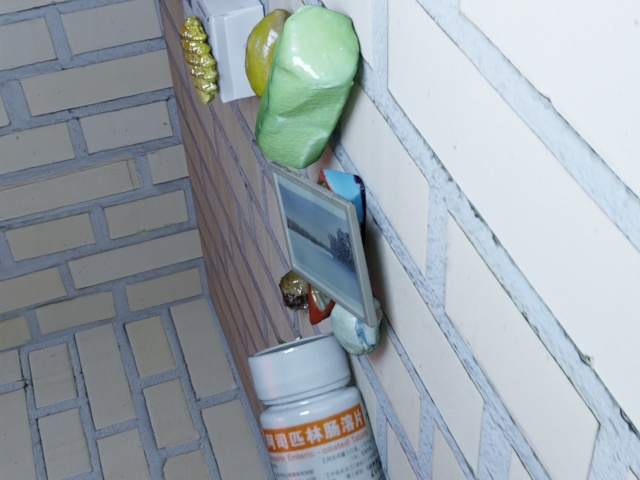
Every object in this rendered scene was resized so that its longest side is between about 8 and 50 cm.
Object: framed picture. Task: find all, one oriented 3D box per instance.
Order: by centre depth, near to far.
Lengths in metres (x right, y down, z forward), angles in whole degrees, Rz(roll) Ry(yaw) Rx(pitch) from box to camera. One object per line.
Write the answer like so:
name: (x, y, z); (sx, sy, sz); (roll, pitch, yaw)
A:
framed picture: (0.000, 0.000, 1.568); (0.289, 0.016, 0.213); (33, 139, 58)

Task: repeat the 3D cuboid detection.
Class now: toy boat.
toy boat: (0.025, 0.028, 1.653); (0.392, 0.079, 0.136); (94, 155, -53)

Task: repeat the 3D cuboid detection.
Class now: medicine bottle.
medicine bottle: (-0.006, 0.382, 1.899); (0.211, 0.211, 0.372); (162, 92, -78)

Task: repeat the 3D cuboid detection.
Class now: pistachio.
pistachio: (-0.082, -0.307, 1.669); (0.100, 0.110, 0.189); (25, 135, 42)

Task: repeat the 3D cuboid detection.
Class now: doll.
doll: (0.060, 0.147, 1.646); (0.214, 0.071, 0.104); (129, 123, -68)

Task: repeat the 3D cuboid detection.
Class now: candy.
candy: (-0.023, -0.231, 1.484); (0.142, 0.131, 0.343); (-64, 2, -19)

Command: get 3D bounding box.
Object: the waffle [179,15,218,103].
waffle: (-0.246, -0.366, 1.940); (0.191, 0.038, 0.191); (162, 90, -77)

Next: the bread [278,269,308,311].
bread: (-0.062, 0.110, 2.176); (0.113, 0.060, 0.082); (95, 154, -61)

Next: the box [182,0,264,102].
box: (-0.201, -0.449, 1.996); (0.274, 0.116, 0.203); (-120, 20, -45)

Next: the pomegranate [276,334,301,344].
pomegranate: (-0.083, 0.336, 2.372); (0.169, 0.148, 0.149); (-108, 11, -47)
